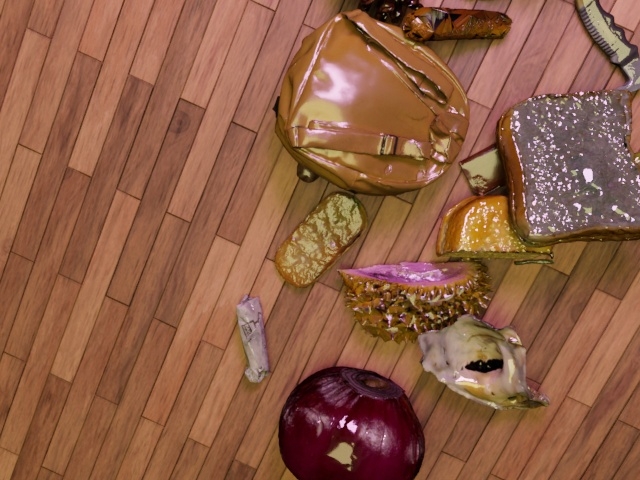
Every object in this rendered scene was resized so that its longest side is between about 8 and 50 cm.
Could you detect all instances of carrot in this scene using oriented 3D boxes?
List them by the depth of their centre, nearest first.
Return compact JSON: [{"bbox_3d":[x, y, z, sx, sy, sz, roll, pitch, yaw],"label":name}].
[{"bbox_3d":[0.269,-0.422,1.324,0.228,0.069,0.069,-8,103,-24],"label":"carrot"}]

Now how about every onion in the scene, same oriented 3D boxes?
[{"bbox_3d":[0.072,0.436,1.477,0.336,0.260,0.282,30,98,0],"label":"onion"}]

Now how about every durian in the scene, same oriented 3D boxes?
[{"bbox_3d":[0.209,0.143,1.468,0.341,0.112,0.191,-3,99,5],"label":"durian"}]

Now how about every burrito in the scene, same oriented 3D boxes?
[{"bbox_3d":[-0.155,0.228,1.554,0.064,0.064,0.203,-4,101,7],"label":"burrito"}]

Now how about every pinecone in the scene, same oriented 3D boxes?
[{"bbox_3d":[0.130,-0.516,1.301,0.207,0.208,0.208,1,102,6],"label":"pinecone"}]

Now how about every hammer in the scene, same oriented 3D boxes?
[{"bbox_3d":[0.582,-0.400,1.347,0.158,0.041,0.227,-36,97,11],"label":"hammer"}]

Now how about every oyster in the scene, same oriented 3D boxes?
[{"bbox_3d":[0.356,0.263,1.464,0.275,0.100,0.271,3,131,19],"label":"oyster"}]

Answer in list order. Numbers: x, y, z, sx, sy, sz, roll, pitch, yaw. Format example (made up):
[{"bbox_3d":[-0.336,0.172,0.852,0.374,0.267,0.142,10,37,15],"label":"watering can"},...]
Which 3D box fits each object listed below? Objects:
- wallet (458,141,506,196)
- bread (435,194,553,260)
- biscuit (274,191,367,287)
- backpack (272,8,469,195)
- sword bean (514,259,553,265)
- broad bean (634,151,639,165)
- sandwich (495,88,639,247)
[{"bbox_3d":[0.390,-0.168,1.425,0.176,0.026,0.095,-28,100,12],"label":"wallet"},{"bbox_3d":[0.360,-0.025,1.392,0.228,0.143,0.140,2,90,-6],"label":"bread"},{"bbox_3d":[0.000,0.000,1.504,0.118,0.029,0.247,45,103,3],"label":"biscuit"},{"bbox_3d":[0.099,-0.248,1.347,0.378,0.201,0.354,30,90,-7],"label":"backpack"},{"bbox_3d":[0.463,0.047,1.470,0.083,0.012,0.012,-2,102,8],"label":"sword bean"},{"bbox_3d":[0.669,-0.097,1.379,0.124,0.082,0.175,-14,100,12],"label":"broad bean"},{"bbox_3d":[0.489,-0.142,1.315,0.271,0.099,0.301,-5,77,-5],"label":"sandwich"}]
